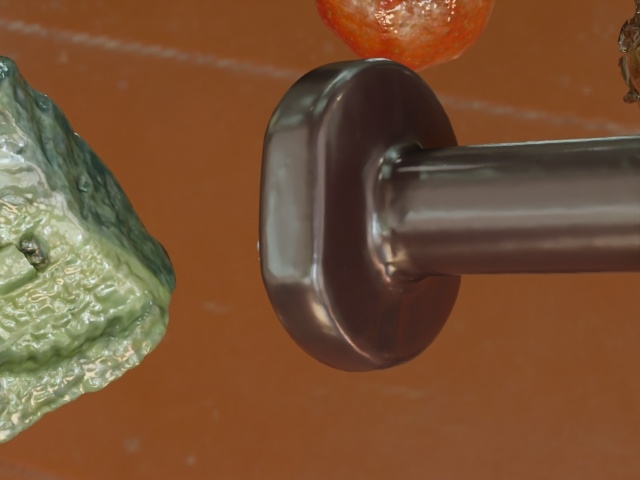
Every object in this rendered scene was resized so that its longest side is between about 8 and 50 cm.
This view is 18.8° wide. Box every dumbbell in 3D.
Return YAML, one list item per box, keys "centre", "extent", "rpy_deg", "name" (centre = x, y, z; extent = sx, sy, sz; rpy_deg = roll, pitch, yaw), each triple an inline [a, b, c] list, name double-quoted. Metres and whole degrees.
- centre: [0.094, -0.013, 0.789]
  extent: [0.225, 0.140, 0.124]
  rpy_deg: [0, -3, 34]
  name: "dumbbell"

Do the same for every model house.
- centre: [-0.093, 0.003, 0.517]
  extent: [0.078, 0.083, 0.066]
  rpy_deg: [-26, 32, 18]
  name: "model house"

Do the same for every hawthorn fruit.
- centre: [0.059, -0.197, 1.491]
  extent: [0.157, 0.194, 0.157]
  rpy_deg: [4, 42, -3]
  name: "hawthorn fruit"

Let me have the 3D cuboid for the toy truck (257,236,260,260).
- centre: [0.000, 0.000, 1.185]
  extent: [0.083, 0.044, 0.039]
  rpy_deg: [-32, -3, 21]
  name: "toy truck"

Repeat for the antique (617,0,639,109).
- centre: [0.228, -0.190, 0.895]
  extent: [0.093, 0.087, 0.310]
  rpy_deg: [24, 84, -3]
  name: "antique"
